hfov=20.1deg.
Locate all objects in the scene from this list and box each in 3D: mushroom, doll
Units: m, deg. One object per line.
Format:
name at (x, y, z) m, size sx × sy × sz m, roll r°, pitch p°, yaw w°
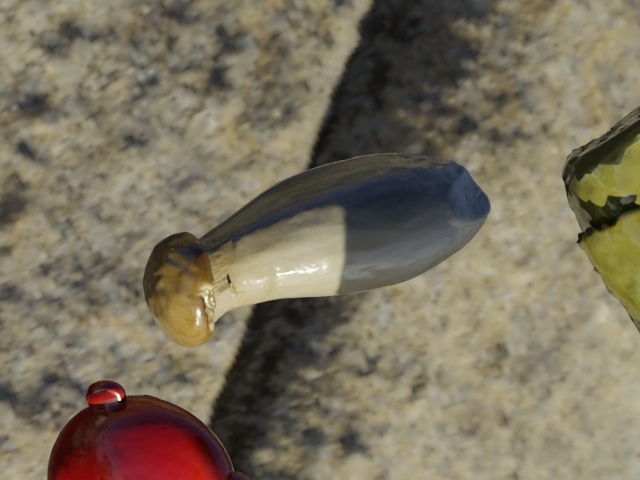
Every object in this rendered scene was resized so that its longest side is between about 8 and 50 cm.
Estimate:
mushroom at (0.000, 0.000, 1.643) m, size 0.350 × 0.128 × 0.128 m, roll -20°, pitch 87°, yaw -26°
doll at (-0.120, 0.193, 1.248) m, size 0.217 × 0.183 × 0.085 m, roll 64°, pitch 16°, yaw -13°

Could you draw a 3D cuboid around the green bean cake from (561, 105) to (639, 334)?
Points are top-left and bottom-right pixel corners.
green bean cake at (0.305, -0.053, 1.111) m, size 0.202 × 0.285 × 0.310 m, roll 59°, pitch 21°, yaw -8°
